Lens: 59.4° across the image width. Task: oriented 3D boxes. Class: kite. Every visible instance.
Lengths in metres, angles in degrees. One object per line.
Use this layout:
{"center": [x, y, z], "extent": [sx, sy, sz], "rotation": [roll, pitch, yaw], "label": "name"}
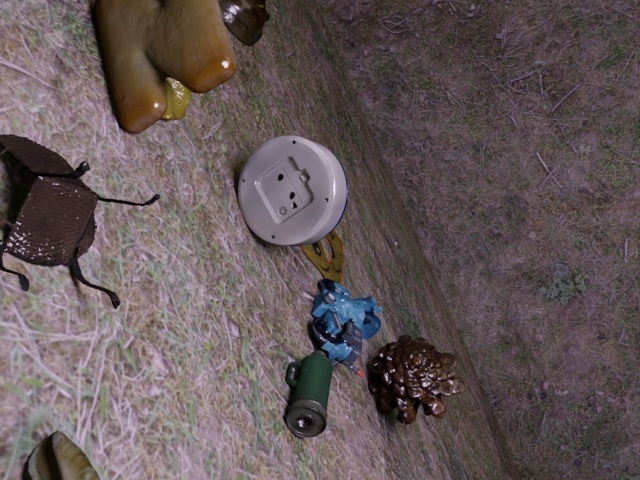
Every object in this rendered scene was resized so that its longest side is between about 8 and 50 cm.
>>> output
{"center": [-0.002, 0.001, 1.531], "extent": [0.377, 0.013, 0.327], "rotation": [11, 57, -67], "label": "kite"}

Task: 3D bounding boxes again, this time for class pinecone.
{"center": [0.232, 0.351, 1.409], "extent": [0.203, 0.201, 0.229], "rotation": [7, 35, -33], "label": "pinecone"}

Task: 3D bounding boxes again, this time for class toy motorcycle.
{"center": [0.060, 0.196, 1.320], "extent": [0.182, 0.123, 0.272], "rotation": [37, 24, -10], "label": "toy motorcycle"}

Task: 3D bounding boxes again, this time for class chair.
{"center": [-0.319, -0.038, 0.674], "extent": [0.213, 0.149, 0.174], "rotation": [27, 1, 33], "label": "chair"}

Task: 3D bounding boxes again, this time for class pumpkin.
{"center": [-0.228, -0.700, 1.626], "extent": [0.254, 0.131, 0.149], "rotation": [57, 21, -24], "label": "pumpkin"}

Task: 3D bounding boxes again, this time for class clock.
{"center": [-0.060, -0.103, 1.182], "extent": [0.083, 0.230, 0.230], "rotation": [2, 65, -68], "label": "clock"}

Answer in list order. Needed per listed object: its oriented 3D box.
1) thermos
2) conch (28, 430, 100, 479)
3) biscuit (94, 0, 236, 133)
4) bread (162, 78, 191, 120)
{"center": [-0.020, 0.283, 1.077], "extent": [0.187, 0.083, 0.073], "rotation": [-75, 157, -63], "label": "thermos"}
{"center": [-0.170, 0.356, 0.499], "extent": [0.386, 0.169, 0.203], "rotation": [31, 33, 29], "label": "conch"}
{"center": [-0.271, -0.347, 0.942], "extent": [0.062, 0.237, 0.290], "rotation": [23, 48, -64], "label": "biscuit"}
{"center": [-0.311, -0.316, 1.059], "extent": [0.187, 0.065, 0.149], "rotation": [63, 25, -11], "label": "bread"}
